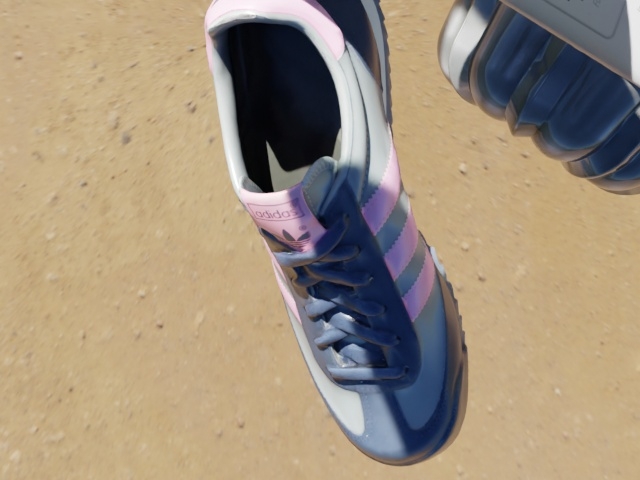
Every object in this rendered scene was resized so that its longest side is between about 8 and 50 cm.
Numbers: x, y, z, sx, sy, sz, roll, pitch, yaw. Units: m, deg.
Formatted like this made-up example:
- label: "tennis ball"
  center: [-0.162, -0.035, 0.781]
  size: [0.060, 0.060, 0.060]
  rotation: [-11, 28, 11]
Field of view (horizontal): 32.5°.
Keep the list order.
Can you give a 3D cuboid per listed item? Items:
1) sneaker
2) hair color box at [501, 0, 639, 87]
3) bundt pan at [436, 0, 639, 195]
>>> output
- label: "sneaker"
  center: [0.000, 0.000, 0.629]
  size: [0.112, 0.131, 0.319]
  rotation: [-12, 101, 24]
- label: "hair color box"
  center: [0.149, -0.270, 0.739]
  size: [0.114, 0.374, 0.185]
  rotation: [-29, 145, -33]
- label: "bundt pan"
  center: [0.262, -0.165, 1.213]
  size: [0.331, 0.331, 0.124]
  rotation: [32, 105, -8]
